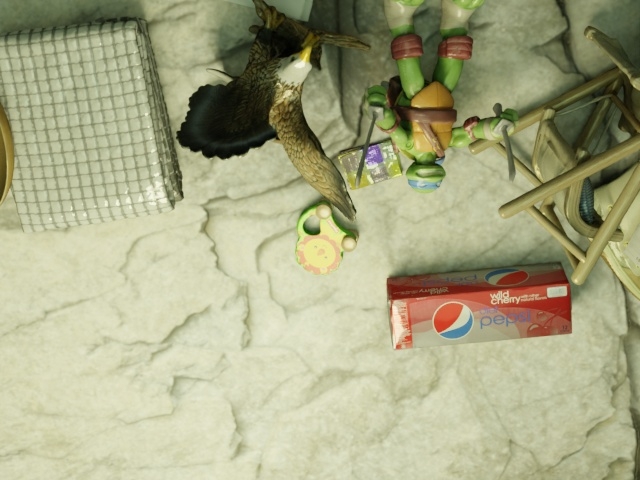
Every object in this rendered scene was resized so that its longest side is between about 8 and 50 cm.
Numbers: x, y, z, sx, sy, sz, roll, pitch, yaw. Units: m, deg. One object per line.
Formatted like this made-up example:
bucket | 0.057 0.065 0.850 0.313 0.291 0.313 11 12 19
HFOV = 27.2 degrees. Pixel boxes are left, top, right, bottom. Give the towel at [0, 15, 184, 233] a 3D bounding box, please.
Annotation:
towel | -0.328 -0.166 1.836 0.235 0.121 0.283 -7 106 11

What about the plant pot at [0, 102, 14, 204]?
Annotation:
plant pot | -0.493 -0.146 1.830 0.236 0.032 0.236 19 118 39

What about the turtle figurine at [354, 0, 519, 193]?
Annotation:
turtle figurine | 0.162 -0.196 1.747 0.198 0.275 0.266 -1 92 13

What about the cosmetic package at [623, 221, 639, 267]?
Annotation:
cosmetic package | 0.552 0.016 1.849 0.239 0.060 0.099 15 110 -22

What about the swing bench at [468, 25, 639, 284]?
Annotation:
swing bench | 0.357 -0.121 1.761 0.165 0.253 0.254 40 106 -17

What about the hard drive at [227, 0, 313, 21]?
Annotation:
hard drive | -0.076 -0.467 1.762 0.203 0.040 0.307 14 110 -4

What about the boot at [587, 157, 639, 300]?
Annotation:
boot | 0.482 -0.014 1.893 0.165 0.077 0.213 -38 101 17

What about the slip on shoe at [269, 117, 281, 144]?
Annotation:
slip on shoe | -0.101 -0.174 1.868 0.135 0.041 0.051 29 108 -9

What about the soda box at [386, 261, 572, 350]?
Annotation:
soda box | 0.230 0.095 1.932 0.263 0.092 0.083 -5 111 3

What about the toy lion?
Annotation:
toy lion | 0.000 0.000 1.938 0.096 0.034 0.100 -32 106 20

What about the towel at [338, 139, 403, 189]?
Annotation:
towel | 0.072 -0.109 1.905 0.083 0.009 0.060 -15 108 7

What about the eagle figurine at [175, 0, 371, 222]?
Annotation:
eagle figurine | -0.058 -0.172 1.716 0.226 0.298 0.225 0 153 9
